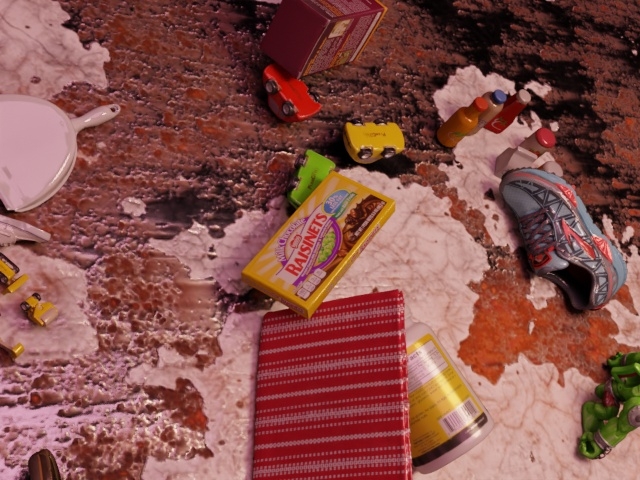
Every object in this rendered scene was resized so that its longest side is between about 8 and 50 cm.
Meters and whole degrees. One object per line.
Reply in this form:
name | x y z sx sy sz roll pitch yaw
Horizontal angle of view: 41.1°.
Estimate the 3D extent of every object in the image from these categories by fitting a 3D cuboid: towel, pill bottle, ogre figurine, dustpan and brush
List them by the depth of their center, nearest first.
towel | 0.013 0.199 1.003 0.031 0.198 0.275 47 37 -53
dustpan and brush | -0.333 -0.134 1.061 0.211 0.060 0.147 -33 94 -31
pill bottle | 0.118 0.180 1.092 0.119 0.119 0.208 -28 80 -36
ogre figurine | 0.449 0.228 1.249 0.197 0.118 0.097 -28 80 -36

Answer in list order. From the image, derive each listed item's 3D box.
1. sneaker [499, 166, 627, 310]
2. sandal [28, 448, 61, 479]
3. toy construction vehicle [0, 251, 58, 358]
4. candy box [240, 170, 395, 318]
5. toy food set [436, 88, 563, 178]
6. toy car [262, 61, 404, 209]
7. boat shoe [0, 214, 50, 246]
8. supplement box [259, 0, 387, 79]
sneaker | 0.371 -0.001 1.340 0.262 0.104 0.125 47 54 2
sandal | -0.281 0.314 0.826 0.060 0.090 0.219 -5 67 -13
toy construction vehicle | -0.351 0.074 0.950 0.098 0.035 0.086 41 42 -7
candy box | 0.000 0.000 1.103 0.105 0.027 0.206 26 58 23
toy food set | 0.318 -0.177 1.403 0.232 0.104 0.111 24 55 -15
toy car | -0.005 -0.125 1.231 0.239 0.053 0.225 27 55 -13
boat shoe | -0.365 -0.010 0.987 0.100 0.035 0.035 20 84 -23
supplement box | 0.007 -0.318 1.272 0.081 0.104 0.188 41 34 12
